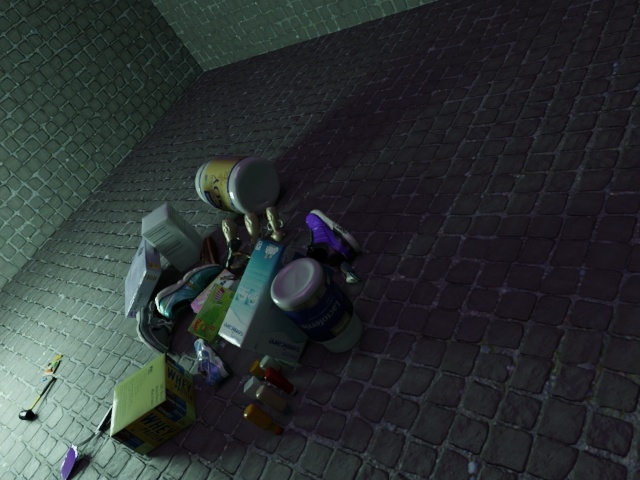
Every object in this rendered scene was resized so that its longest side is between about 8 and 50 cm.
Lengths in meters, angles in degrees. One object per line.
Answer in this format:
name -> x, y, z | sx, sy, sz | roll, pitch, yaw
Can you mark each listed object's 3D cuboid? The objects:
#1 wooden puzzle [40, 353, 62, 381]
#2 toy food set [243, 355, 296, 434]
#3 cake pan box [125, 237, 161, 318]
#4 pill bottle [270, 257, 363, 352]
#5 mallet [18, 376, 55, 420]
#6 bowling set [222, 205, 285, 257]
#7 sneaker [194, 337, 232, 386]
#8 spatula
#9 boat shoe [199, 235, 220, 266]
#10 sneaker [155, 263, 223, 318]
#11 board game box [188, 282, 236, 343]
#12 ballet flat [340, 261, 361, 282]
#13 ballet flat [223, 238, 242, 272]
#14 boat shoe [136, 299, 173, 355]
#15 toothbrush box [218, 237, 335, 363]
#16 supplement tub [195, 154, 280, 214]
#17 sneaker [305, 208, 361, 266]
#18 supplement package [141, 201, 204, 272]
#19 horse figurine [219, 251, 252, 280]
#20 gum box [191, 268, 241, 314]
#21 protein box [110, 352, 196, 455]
wooden puzzle -> -1.131, 0.533, 2.191 | 0.079, 0.014, 0.116 | -23, 38, 20
toy food set -> -0.134, 0.410, 1.426 | 0.111, 0.104, 0.232 | -47, 16, 9
cake pan box -> -0.729, 0.152, 2.126 | 0.266, 0.070, 0.245 | -60, 30, 21
pill bottle -> -0.001, 0.180, 1.396 | 0.153, 0.264, 0.153 | -24, 38, 20
mallet -> -1.118, 0.624, 2.065 | 0.062, 0.039, 0.189 | -18, 35, 29
bowling set -> -0.205, -0.042, 1.962 | 0.287, 0.154, 0.200 | -12, 6, 36
sneaker -> -0.358, 0.378, 1.640 | 0.081, 0.080, 0.211 | -43, 34, -14
spatula -> -0.757, 0.642, 1.729 | 0.084, 0.030, 0.296 | 13, 59, 50
boat shoe -> -0.450, 0.060, 2.085 | 0.073, 0.073, 0.207 | -30, 35, 7
sneaker -> -0.472, 0.191, 1.940 | 0.275, 0.107, 0.110 | -37, 56, -14
board game box -> -0.356, 0.244, 1.758 | 0.092, 0.043, 0.181 | 24, 72, 10
ballet flat -> 0.091, 0.108, 1.601 | 0.041, 0.041, 0.114 | -38, 35, -1
ballet flat -> -0.327, 0.070, 1.929 | 0.057, 0.049, 0.173 | 56, 136, 45
boat shoe -> -0.592, 0.308, 1.893 | 0.099, 0.116, 0.319 | -45, 31, -5
toothbrush box -> -0.120, 0.173, 1.478 | 0.126, 0.216, 0.295 | 13, 80, 48
supplement tub -> -0.354, -0.236, 2.192 | 0.331, 0.241, 0.241 | 11, 57, 47
sneaker -> 0.000, 0.000, 1.739 | 0.146, 0.102, 0.293 | -43, 36, -7
supplement package -> -0.602, -0.013, 2.150 | 0.134, 0.244, 0.139 | -33, 35, 6
horse figurine -> -0.239, 0.107, 1.819 | 0.175, 0.066, 0.263 | 7, 26, 4
gum box -> -0.364, 0.202, 1.858 | 0.188, 0.062, 0.107 | -47, 37, -14
protein box -> -0.505, 0.495, 1.587 | 0.201, 0.136, 0.199 | -34, 35, 5
